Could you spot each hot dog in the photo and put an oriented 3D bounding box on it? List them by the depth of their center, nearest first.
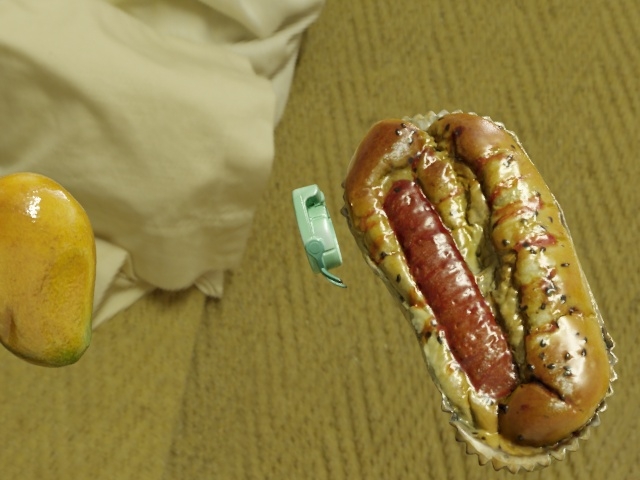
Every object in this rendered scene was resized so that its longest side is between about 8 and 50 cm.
[{"bbox_3d":[0.097,0.021,0.597,0.131,0.069,0.253,-27,61,11],"label":"hot dog"}]

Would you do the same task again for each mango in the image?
[{"bbox_3d":[-0.249,0.024,0.817,0.115,0.089,0.165,4,101,2],"label":"mango"}]

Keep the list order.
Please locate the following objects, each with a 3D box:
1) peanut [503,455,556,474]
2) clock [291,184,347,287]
[{"bbox_3d":[0.332,0.253,1.371,0.214,0.090,0.099,-43,100,-15],"label":"peanut"},{"bbox_3d":[0.000,0.000,1.245,0.041,0.101,0.135,-16,77,3],"label":"clock"}]
